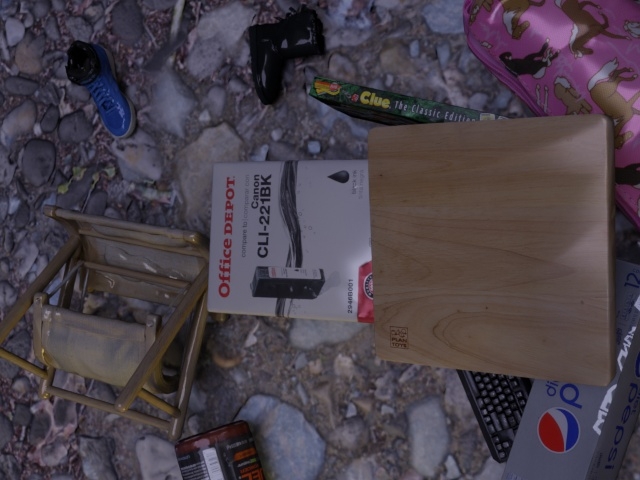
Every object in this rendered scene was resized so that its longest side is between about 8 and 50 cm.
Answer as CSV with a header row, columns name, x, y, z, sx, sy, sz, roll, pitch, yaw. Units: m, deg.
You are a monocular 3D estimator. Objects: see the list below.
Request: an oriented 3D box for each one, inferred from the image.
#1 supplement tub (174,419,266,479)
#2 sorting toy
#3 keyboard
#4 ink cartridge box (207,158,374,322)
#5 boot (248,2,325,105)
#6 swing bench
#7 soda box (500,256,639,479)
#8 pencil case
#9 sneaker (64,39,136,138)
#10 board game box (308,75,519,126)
name,x,y,z,sx,sy,sz,roll,pitch,yaw
supplement tub,-0.116,0.344,1.121,0.106,0.106,0.198,-23,80,21
sorting toy,0.185,0.003,0.894,0.257,0.089,0.256,2,98,35
keyboard,0.222,0.167,1.026,0.108,0.023,0.180,-26,78,20
ink cartridge box,0.000,0.000,1.080,0.272,0.114,0.197,1,88,24
boot,-0.043,-0.250,1.152,0.099,0.045,0.121,-9,83,20
swing bench,-0.283,0.104,1.167,0.253,0.165,0.255,10,68,25
soda box,0.294,0.162,0.931,0.091,0.098,0.286,18,90,41
pencil case,0.323,-0.152,0.926,0.386,0.167,0.160,54,138,17
sneaker,-0.327,-0.222,1.250,0.058,0.084,0.152,-22,79,21
board game box,0.128,-0.146,1.021,0.259,0.136,0.030,17,91,23
